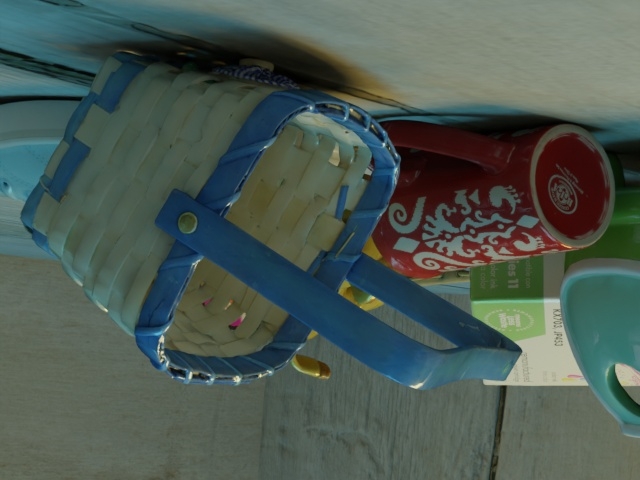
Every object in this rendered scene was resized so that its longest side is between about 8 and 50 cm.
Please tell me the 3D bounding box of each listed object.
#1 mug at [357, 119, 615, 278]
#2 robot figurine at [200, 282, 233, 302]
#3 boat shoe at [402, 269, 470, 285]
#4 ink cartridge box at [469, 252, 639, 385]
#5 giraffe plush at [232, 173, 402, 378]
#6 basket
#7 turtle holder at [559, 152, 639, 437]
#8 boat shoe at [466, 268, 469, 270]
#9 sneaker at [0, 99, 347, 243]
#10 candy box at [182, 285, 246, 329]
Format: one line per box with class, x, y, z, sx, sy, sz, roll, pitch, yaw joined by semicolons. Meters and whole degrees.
mug;0.116;-0.032;1.057;0.150;0.113;0.169;4;173;-38
robot figurine;-0.076;0.024;1.868;0.219;0.128;0.158;6;-164;-38
boat shoe;0.199;0.023;1.678;0.285;0.089;0.104;5;-167;37
ink cartridge box;0.329;0.053;1.361;0.353;0.119;0.207;-1;151;11
giraffe plush;0.000;0.000;1.187;0.181;0.210;0.170;34;146;-3
basket;-0.021;0.007;0.882;0.289;0.201;0.255;35;-174;18
turtle holder;0.341;0.049;1.103;0.320;0.227;0.243;2;174;34
boat shoe;0.169;-0.006;1.490;0.258;0.084;0.095;3;176;17
sneaker;-0.157;-0.028;1.100;0.366;0.150;0.135;2;174;26
candy box;-0.133;0.068;2.269;0.071;0.159;0.233;3;175;40
